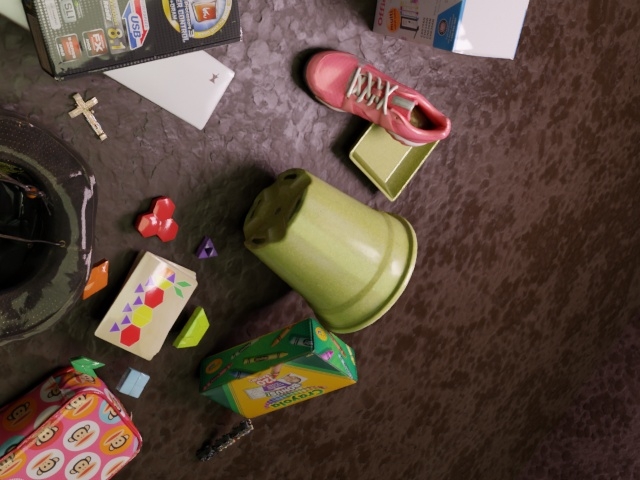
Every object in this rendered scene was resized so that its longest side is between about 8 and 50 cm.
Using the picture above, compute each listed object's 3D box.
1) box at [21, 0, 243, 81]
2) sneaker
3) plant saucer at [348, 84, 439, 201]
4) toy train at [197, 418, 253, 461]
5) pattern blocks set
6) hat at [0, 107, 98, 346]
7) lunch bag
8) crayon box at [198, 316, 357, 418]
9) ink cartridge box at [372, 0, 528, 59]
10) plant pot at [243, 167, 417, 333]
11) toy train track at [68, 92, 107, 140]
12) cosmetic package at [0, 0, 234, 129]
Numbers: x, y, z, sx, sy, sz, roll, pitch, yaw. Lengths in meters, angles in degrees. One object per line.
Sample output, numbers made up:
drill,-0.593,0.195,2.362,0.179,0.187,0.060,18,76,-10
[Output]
box,-0.199,-0.317,0.640,0.216,0.060,0.270,-21,125,-27
sneaker,0.119,-0.274,1.216,0.314,0.136,0.116,22,92,-23
plant saucer,0.151,-0.208,1.375,0.188,0.045,0.188,-53,133,-4
toy train,-0.205,0.439,1.410,0.158,0.027,0.036,-38,146,16
pattern blocks set,-0.311,0.113,1.163,0.325,0.026,0.285,-54,134,-17
hat,-0.484,-0.020,0.914,0.331,0.134,0.331,-8,102,-42
lunch bag,-0.473,0.391,1.145,0.293,0.120,0.258,-37,131,-18
crayon box,-0.087,0.265,1.311,0.278,0.081,0.165,-24,138,23
ink cartridge box,0.239,-0.447,1.191,0.168,0.232,0.171,-7,117,-33
plant pot,0.000,0.000,1.243,0.254,0.276,0.276,36,88,-32
toy train track,-0.358,-0.191,1.004,0.048,0.014,0.083,-38,131,-16
cosmetic package,-0.327,-0.295,0.790,0.377,0.284,0.097,27,94,-43
